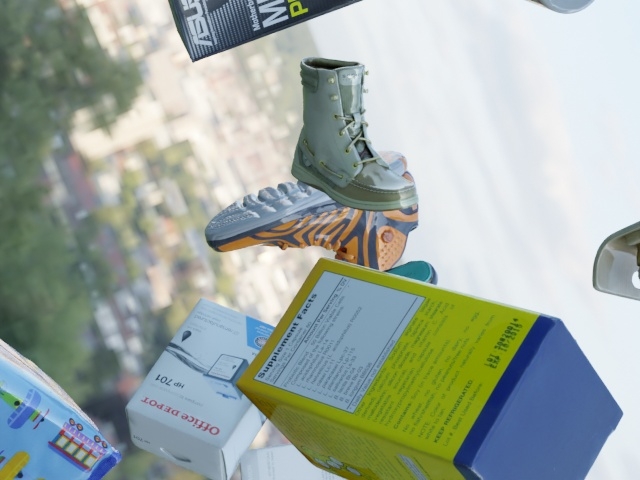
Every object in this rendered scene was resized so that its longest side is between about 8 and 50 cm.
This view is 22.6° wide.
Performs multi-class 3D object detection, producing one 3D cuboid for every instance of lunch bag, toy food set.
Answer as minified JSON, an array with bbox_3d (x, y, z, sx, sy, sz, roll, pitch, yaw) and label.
[{"bbox_3d":[-0.338,0.138,1.573,0.221,0.138,0.293,39,6,-24],"label":"lunch bag"},{"bbox_3d":[0.524,0.015,2.012,0.220,0.306,0.092,13,62,-39],"label":"toy food set"}]

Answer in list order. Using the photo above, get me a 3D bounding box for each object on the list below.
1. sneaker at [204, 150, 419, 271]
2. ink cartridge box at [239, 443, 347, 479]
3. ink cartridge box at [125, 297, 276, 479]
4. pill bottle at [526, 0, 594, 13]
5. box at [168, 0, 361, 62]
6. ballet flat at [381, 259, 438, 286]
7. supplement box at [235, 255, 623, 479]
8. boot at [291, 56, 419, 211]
[{"bbox_3d":[0.000,0.000,2.360,0.124,0.321,0.180,-117,-170,-69],"label":"sneaker"},{"bbox_3d":[0.014,0.432,2.377,0.066,0.261,0.296,-176,-100,-77],"label":"ink cartridge box"},{"bbox_3d":[-0.132,0.182,1.972,0.190,0.140,0.082,-57,159,-36],"label":"ink cartridge box"},{"bbox_3d":[0.328,-0.395,2.329,0.108,0.108,0.180,68,-8,-22],"label":"pill bottle"},{"bbox_3d":[-0.067,-0.327,1.603,0.270,0.216,0.060,77,-10,-47],"label":"box"},{"bbox_3d":[0.067,0.081,2.226,0.074,0.203,0.074,-14,90,-84],"label":"ballet flat"},{"bbox_3d":[0.119,0.177,1.789,0.357,0.194,0.195,15,-27,43],"label":"supplement box"},{"bbox_3d":[0.042,-0.133,1.974,0.213,0.077,0.165,26,-60,46],"label":"boot"}]
